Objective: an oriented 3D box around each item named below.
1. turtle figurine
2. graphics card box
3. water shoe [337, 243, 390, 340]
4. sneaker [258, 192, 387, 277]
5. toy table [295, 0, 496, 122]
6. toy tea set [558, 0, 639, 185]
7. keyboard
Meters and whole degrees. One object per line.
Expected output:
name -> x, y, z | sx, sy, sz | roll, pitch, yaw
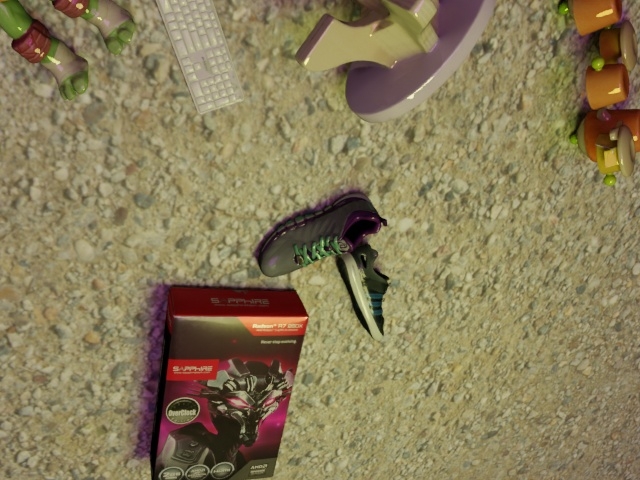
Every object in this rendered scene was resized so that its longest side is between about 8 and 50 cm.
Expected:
turtle figurine -> -0.337, -0.259, 0.595 | 0.266, 0.274, 0.198 | 33, 78, -51
graphics card box -> -0.171, 0.266, 1.000 | 0.232, 0.094, 0.371 | 4, 114, -23
water shoe -> 0.098, 0.100, 1.032 | 0.080, 0.073, 0.203 | -27, 122, -9
sneaker -> 0.000, 0.000, 0.931 | 0.223, 0.098, 0.083 | -33, 121, -3
toy table -> 0.097, -0.310, 0.753 | 0.160, 0.252, 0.274 | 26, 96, -46
toy tea set -> 0.473, -0.269, 0.974 | 0.200, 0.124, 0.336 | -24, 106, -47
keyboard -> -0.178, -0.304, 0.766 | 0.072, 0.014, 0.256 | -22, 120, -9
